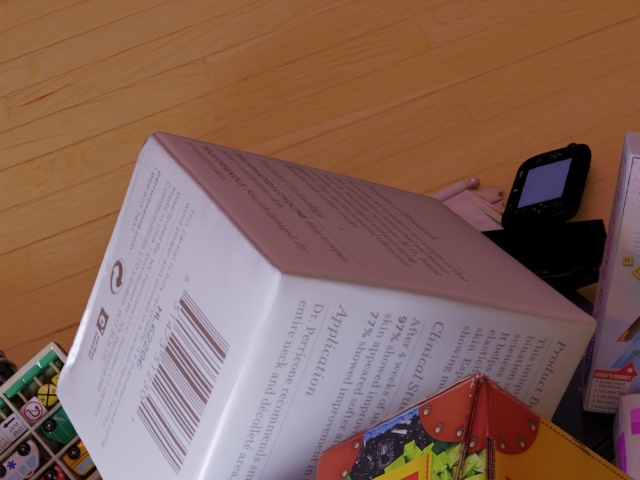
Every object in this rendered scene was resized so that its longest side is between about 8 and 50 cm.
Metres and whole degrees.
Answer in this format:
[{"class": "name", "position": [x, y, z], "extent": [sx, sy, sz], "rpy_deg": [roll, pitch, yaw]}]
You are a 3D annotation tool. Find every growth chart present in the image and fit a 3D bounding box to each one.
[{"class": "growth chart", "position": [0.214, -0.003, 1.764], "extent": [0.172, 0.021, 0.237], "rpy_deg": [-19, 43, -21]}]

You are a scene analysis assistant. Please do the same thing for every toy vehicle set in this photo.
[{"class": "toy vehicle set", "position": [-0.371, 0.273, 1.609], "extent": [0.267, 0.035, 0.166], "rpy_deg": [-43, 79, -5]}]

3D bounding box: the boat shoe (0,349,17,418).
[{"class": "boat shoe", "position": [-0.462, 0.189, 1.756], "extent": [0.335, 0.121, 0.119], "rpy_deg": [14, 53, 30]}]

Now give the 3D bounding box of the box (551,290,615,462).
[{"class": "box", "position": [0.280, 0.160, 1.561], "extent": [0.183, 0.059, 0.233], "rpy_deg": [-33, 53, -16]}]

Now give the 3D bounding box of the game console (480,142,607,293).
[{"class": "game console", "position": [0.268, -0.028, 1.707], "extent": [0.213, 0.044, 0.361], "rpy_deg": [-6, 28, 23]}]

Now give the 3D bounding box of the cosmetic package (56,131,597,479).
[{"class": "cosmetic package", "position": [-0.005, 0.126, 1.370], "extent": [0.394, 0.329, 0.327], "rpy_deg": [12, 19, -34]}]

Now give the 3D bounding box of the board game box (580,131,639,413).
[{"class": "board game box", "position": [0.456, 0.052, 1.388], "extent": [0.319, 0.318, 0.066], "rpy_deg": [6, 30, 3]}]

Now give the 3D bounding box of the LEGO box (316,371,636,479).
[{"class": "LEGO box", "position": [0.222, 0.398, 1.040], "extent": [0.193, 0.500, 0.372], "rpy_deg": [-34, 33, 36]}]

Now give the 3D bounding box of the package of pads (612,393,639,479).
[{"class": "package of pads", "position": [0.456, 0.277, 1.348], "extent": [0.297, 0.101, 0.229], "rpy_deg": [0, 48, 8]}]
